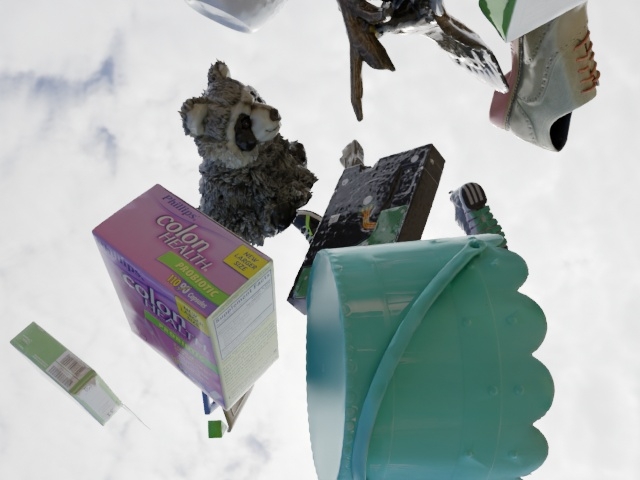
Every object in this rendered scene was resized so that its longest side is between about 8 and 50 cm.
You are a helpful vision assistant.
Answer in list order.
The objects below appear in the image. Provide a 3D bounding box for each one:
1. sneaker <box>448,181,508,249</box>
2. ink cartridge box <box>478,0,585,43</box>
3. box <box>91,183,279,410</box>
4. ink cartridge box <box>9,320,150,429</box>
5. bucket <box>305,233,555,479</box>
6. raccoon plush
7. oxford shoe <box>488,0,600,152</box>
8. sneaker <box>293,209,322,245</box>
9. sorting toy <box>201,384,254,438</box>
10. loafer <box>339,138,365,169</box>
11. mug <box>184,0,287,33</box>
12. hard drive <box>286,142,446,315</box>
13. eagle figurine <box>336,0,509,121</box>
[{"bbox_3d":[0.370,-0.026,1.471,0.083,0.098,0.224,-18,-90,-19],"label":"sneaker"},{"bbox_3d":[0.226,-0.295,0.603,0.108,0.209,0.062,-28,-107,-1],"label":"ink cartridge box"},{"bbox_3d":[-0.176,0.083,0.865,0.213,0.243,0.117,32,-125,23],"label":"box"},{"bbox_3d":[-0.399,0.250,1.051,0.056,0.171,0.235,-48,-32,-27],"label":"ink cartridge box"},{"bbox_3d":[0.089,0.129,0.636,0.182,0.281,0.282,0,-102,-9],"label":"bucket"},{"bbox_3d":[-0.226,-0.125,1.195,0.299,0.446,0.216,44,-151,-31],"label":"raccoon plush"},{"bbox_3d":[0.372,-0.289,0.939,0.146,0.397,0.140,40,-107,22],"label":"oxford shoe"},{"bbox_3d":[0.000,0.000,1.806,0.234,0.084,0.097,33,-124,3],"label":"sneaker"},{"bbox_3d":[-0.213,0.311,1.436,0.348,0.047,0.196,-60,-39,-68],"label":"sorting toy"},{"bbox_3d":[0.073,-0.174,1.439,0.056,0.050,0.148,44,-148,-28],"label":"loafer"},{"bbox_3d":[-0.203,-0.657,1.341,0.373,0.276,0.328,21,-86,-16],"label":"mug"},{"bbox_3d":[0.090,-0.019,1.175,0.064,0.236,0.339,44,-127,-30],"label":"hard drive"},{"bbox_3d":[0.145,-0.310,0.837,0.298,0.227,0.225,-16,-134,-31],"label":"eagle figurine"}]
